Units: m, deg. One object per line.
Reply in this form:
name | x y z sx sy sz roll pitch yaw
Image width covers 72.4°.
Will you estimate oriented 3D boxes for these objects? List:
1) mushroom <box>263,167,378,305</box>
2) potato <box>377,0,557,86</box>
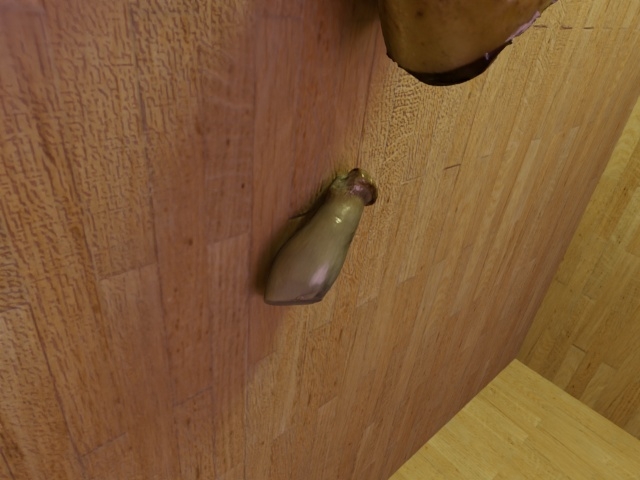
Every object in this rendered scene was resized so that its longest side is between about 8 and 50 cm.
mushroom | 0.000 0.000 0.612 0.225 0.093 0.116 -67 158 0
potato | 0.135 -0.329 0.417 0.285 0.242 0.242 -50 143 3
